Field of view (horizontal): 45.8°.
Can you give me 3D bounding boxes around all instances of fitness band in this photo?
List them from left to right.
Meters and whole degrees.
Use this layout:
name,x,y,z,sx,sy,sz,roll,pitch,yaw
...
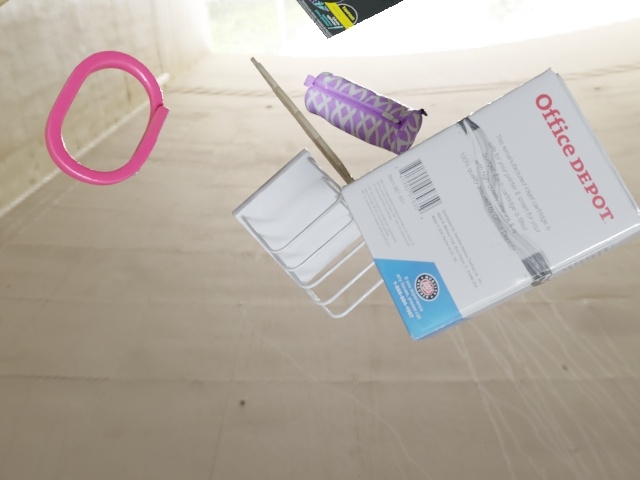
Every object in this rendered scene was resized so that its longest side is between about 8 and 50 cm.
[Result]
name,x,y,z,sx,sy,sz,roll,pitch,yaw
fitness band,-0.433,-0.248,1.544,0.209,0.290,0.054,28,158,-20

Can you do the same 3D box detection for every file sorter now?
name,x,y,z,sx,sy,sz,roll,pitch,yaw
file sorter,0.000,0.000,1.517,0.193,0.277,0.173,-41,-134,-2

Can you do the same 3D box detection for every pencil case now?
name,x,y,z,sx,sy,sz,roll,pitch,yaw
pencil case,0.071,-0.215,1.271,0.206,0.086,0.088,27,-174,25

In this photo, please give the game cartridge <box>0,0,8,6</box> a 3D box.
name,x,y,z,sx,sy,sz,roll,pitch,yaw
game cartridge,-0.502,-0.332,0.808,0.324,0.285,0.052,-27,-157,12

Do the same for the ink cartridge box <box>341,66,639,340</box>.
name,x,y,z,sx,sy,sz,roll,pitch,yaw
ink cartridge box,0.218,-0.037,0.979,0.308,0.223,0.129,-29,165,16

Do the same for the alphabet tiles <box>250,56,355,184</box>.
name,x,y,z,sx,sy,sz,roll,pitch,yaw
alphabet tiles,0.002,-0.160,1.289,0.011,0.342,0.285,-39,159,2

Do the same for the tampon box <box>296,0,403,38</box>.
name,x,y,z,sx,sy,sz,roll,pitch,yaw
tampon box,0.048,-0.368,1.003,0.161,0.120,0.101,-18,-140,37
